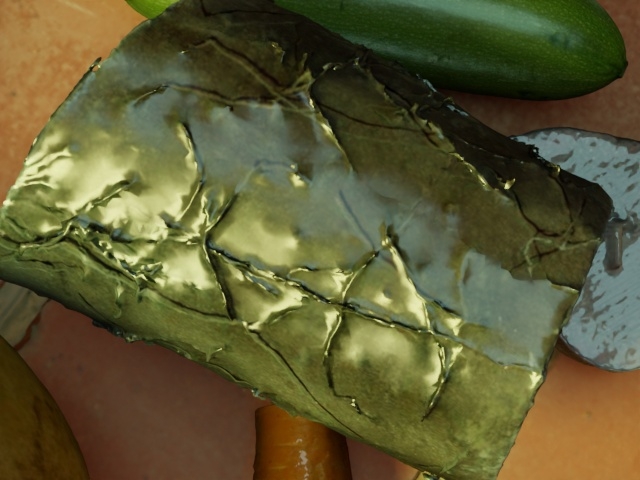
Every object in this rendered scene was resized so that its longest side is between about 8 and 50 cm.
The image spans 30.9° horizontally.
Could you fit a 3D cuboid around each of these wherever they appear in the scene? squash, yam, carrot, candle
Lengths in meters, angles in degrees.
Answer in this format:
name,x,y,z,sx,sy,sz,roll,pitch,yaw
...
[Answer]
name,x,y,z,sx,sy,sz,roll,pitch,yaw
squash,0.026,-0.174,0.835,0.394,0.107,0.107,9,82,0
yam,0.000,0.000,0.739,0.348,0.241,0.241,27,81,5
carrot,-0.013,0.206,0.795,0.087,0.087,0.194,-1,85,-5
candle,0.213,-0.008,0.850,0.168,0.068,0.192,-30,88,-4

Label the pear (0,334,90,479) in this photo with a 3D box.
name,x,y,z,sx,sy,sz,roll,pitch,yaw
pear,-0.277,0.187,0.672,0.314,0.314,0.315,1,83,-5
